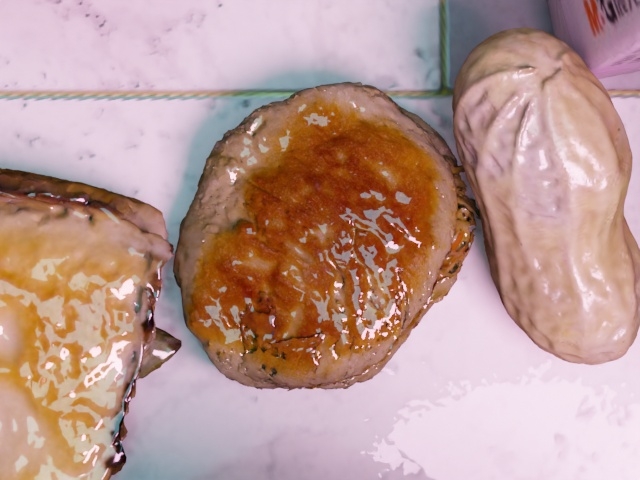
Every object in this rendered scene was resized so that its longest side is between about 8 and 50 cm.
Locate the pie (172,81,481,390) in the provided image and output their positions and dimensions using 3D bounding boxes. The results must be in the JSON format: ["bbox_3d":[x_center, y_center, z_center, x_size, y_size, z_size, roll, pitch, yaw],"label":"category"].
[{"bbox_3d":[0.000,0.000,0.888,0.163,0.079,0.193,29,84,1],"label":"pie"}]

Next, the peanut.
[{"bbox_3d":[0.137,-0.020,0.872,0.090,0.099,0.214,-47,130,-43],"label":"peanut"}]

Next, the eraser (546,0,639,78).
[{"bbox_3d":[0.177,-0.162,0.804,0.086,0.287,0.130,-10,89,-2],"label":"eraser"}]

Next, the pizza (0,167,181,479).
[{"bbox_3d":[-0.256,0.097,0.860,0.435,0.080,0.392,43,85,-3],"label":"pizza"}]
